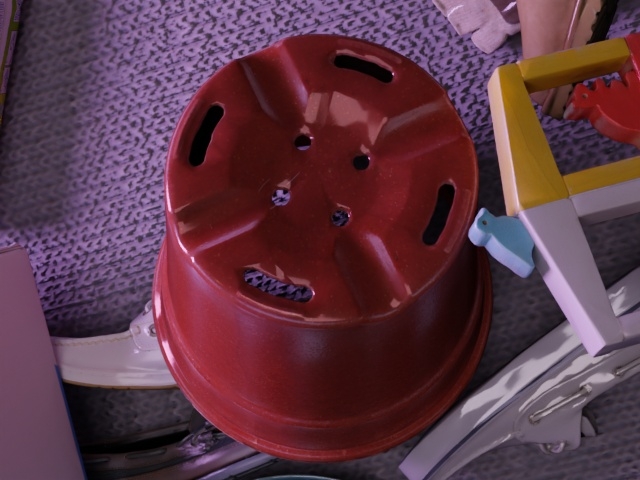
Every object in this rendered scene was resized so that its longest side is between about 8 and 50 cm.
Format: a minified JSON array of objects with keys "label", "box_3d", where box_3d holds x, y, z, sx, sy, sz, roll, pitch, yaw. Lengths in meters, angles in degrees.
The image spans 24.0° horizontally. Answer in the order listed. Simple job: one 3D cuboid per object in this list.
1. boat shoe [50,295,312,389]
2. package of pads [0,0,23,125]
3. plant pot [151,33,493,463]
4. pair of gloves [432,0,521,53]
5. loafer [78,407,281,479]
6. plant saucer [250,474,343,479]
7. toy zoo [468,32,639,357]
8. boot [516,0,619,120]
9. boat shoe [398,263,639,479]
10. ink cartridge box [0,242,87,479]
[{"label":"boat shoe","box_3d":[-0.102,0.074,1.248,0.277,0.098,0.096,-2,91,9]},{"label":"package of pads","box_3d":[-0.416,-0.134,1.286,0.296,0.101,0.229,13,99,12]},{"label":"plant pot","box_3d":[0.000,0.000,1.072,0.272,0.265,0.273,0,71,1]},{"label":"pair of gloves","box_3d":[0.129,-0.272,1.139,0.240,0.042,0.204,47,127,-6]},{"label":"loafer","box_3d":[-0.107,0.170,1.261,0.267,0.096,0.084,-26,85,17]},{"label":"plant saucer","box_3d":[-0.006,0.349,1.283,0.317,0.043,0.318,2,97,12]},{"label":"toy zoo","box_3d":[0.231,-0.043,0.952,0.293,0.030,0.192,-14,72,-13]},{"label":"boot","box_3d":[0.093,-0.236,1.105,0.269,0.089,0.236,22,124,15]},{"label":"boat shoe","box_3d":[0.184,0.124,1.188,0.267,0.096,0.088,-39,83,6]},{"label":"ink cartridge box","box_3d":[-0.366,0.147,1.251,0.307,0.129,0.223,-13,94,33]}]
